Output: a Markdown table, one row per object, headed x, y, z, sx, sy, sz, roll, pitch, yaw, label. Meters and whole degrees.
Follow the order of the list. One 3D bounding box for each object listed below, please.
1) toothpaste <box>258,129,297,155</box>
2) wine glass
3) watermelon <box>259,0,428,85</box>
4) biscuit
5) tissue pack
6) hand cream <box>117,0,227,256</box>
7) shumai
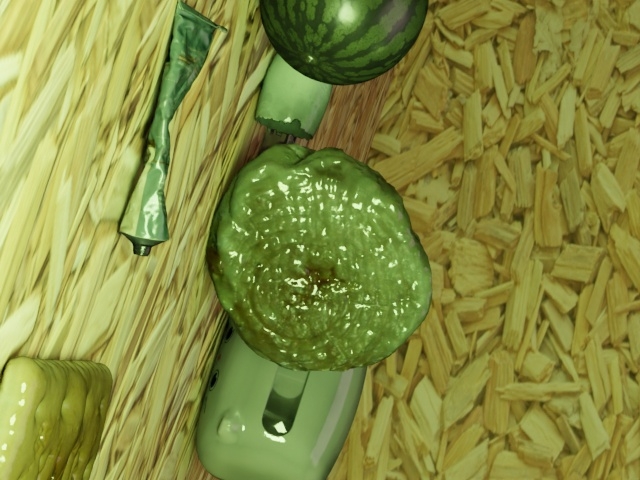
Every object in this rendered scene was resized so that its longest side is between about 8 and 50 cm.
| x | y | z | sx | sy | sz | roll | pitch | yaw | label |
| --- | --- | --- | --- | --- | --- | --- | --- | --- | --- |
| -0.048 | -0.186 | 2.293 | 0.040 | 0.047 | 0.196 | 56 | 49 | -63 | toothpaste |
| 0.064 | -0.268 | 2.181 | 0.096 | 0.264 | 0.310 | 5 | -103 | 59 | wine glass |
| 0.026 | -0.291 | 1.906 | 0.212 | 0.212 | 0.212 | 16 | 90 | -84 | watermelon |
| -0.255 | 0.211 | 1.428 | 0.325 | 0.044 | 0.217 | 58 | 49 | -82 | biscuit |
| -0.053 | 0.220 | 2.403 | 0.236 | 0.229 | 0.333 | 93 | 15 | -74 | tissue pack |
| -0.145 | -0.105 | 1.547 | 0.075 | 0.052 | 0.248 | 43 | 63 | -84 | hand cream |
| 0.000 | 0.000 | 2.144 | 0.263 | 0.304 | 0.309 | -91 | -161 | -70 | shumai |
